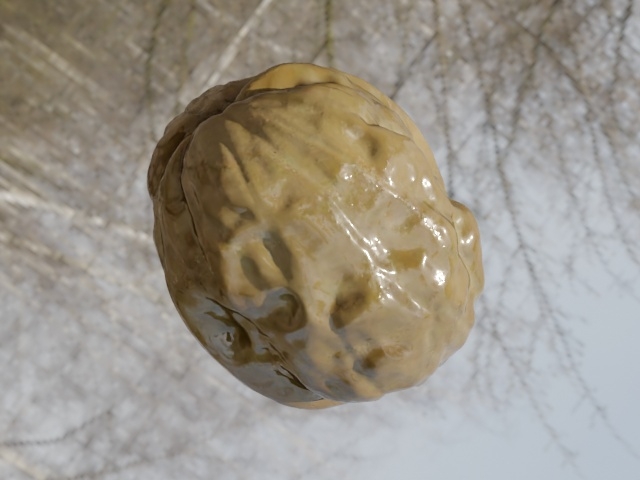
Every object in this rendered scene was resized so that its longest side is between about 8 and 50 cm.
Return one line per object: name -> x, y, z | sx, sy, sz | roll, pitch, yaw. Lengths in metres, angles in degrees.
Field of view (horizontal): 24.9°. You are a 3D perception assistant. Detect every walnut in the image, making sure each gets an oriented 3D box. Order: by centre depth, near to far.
walnut -> 0.000, 0.000, 0.377 | 0.082, 0.096, 0.079 | -46, -155, -16
